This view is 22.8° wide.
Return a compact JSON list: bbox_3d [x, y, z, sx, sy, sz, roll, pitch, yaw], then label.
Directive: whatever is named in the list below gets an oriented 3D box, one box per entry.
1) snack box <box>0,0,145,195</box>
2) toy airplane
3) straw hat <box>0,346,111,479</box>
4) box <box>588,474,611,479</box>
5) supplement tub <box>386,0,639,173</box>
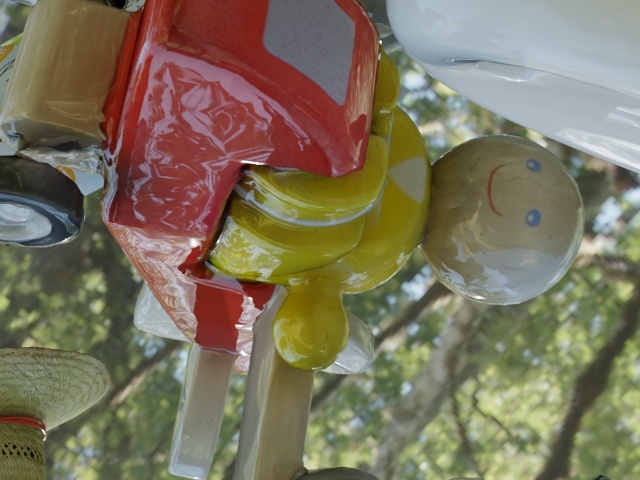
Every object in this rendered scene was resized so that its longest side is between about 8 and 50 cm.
[{"bbox_3d":[-0.152,-0.106,1.083,0.070,0.207,0.174,56,-159,-29],"label":"snack box"},{"bbox_3d":[0.000,0.000,0.833,0.273,0.386,0.384,3,-160,10],"label":"toy airplane"},{"bbox_3d":[-0.165,0.106,0.751,0.145,0.144,0.061,5,-120,-38],"label":"straw hat"},{"bbox_3d":[0.261,0.545,1.616,0.472,0.480,0.297,43,-127,-6],"label":"box"},{"bbox_3d":[0.184,-0.182,0.542,0.241,0.331,0.241,20,180,0],"label":"supplement tub"}]
